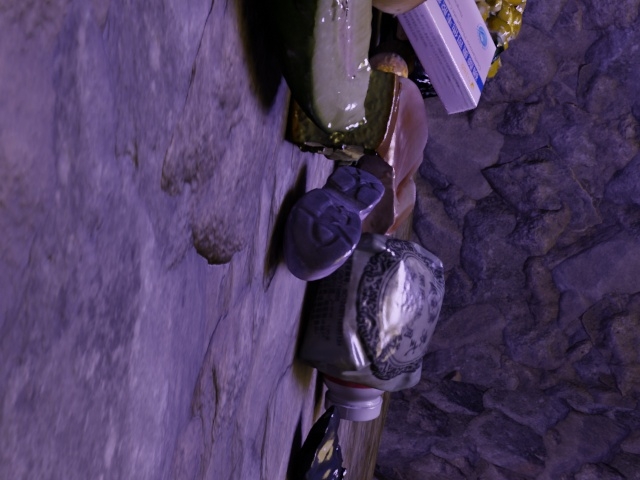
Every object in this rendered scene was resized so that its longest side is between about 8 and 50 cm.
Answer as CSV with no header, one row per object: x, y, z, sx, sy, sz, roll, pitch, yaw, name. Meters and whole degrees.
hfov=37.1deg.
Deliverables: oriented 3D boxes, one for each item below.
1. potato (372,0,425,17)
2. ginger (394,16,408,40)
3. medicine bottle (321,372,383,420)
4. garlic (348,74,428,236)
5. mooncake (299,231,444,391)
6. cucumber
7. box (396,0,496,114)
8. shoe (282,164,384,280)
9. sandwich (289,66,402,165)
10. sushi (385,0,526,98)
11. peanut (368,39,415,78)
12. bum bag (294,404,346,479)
0.105,-0.381,0.970,0.239,0.116,0.299,-45,131,-34,potato
0.159,-0.424,1.786,0.259,0.065,0.149,64,33,-27,ginger
0.072,0.194,1.744,0.131,0.131,0.250,-51,147,-74,medicine bottle
0.111,-0.154,1.677,0.325,0.132,0.279,-66,162,-54,garlic
0.094,0.113,1.544,0.250,0.136,0.255,20,77,-53,mooncake
-0.008,-0.219,0.963,0.105,0.145,0.325,-32,157,-12,cucumber
0.215,-0.427,1.755,0.343,0.065,0.200,56,40,-31,box
0.000,0.000,1.262,0.138,0.095,0.245,-62,175,34,shoe
0.038,-0.164,1.251,0.235,0.122,0.128,-10,112,-84,sandwich
0.285,-0.450,2.045,0.328,0.285,0.329,66,34,-74,sushi
0.130,-0.328,1.804,0.207,0.087,0.087,-59,156,-64,peanut
0.002,0.415,1.641,0.137,0.074,0.310,-54,153,-38,bum bag
